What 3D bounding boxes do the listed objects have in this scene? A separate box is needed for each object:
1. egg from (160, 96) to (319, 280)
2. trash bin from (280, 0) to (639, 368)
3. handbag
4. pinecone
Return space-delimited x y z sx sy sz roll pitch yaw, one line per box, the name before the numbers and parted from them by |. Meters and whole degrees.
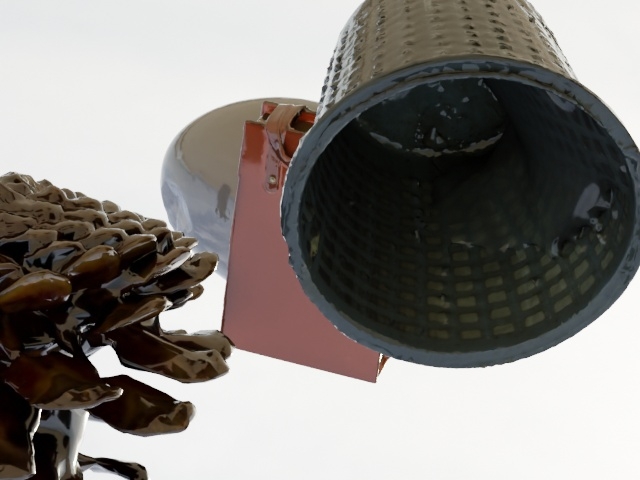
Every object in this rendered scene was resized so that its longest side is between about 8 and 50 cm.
egg | -0.027 -0.035 1.494 0.231 0.176 0.176 21 -156 12
trash bin | 0.065 -0.053 0.877 0.175 0.175 0.161 7 -145 -8
handbag | 0.000 0.000 1.287 0.127 0.190 0.063 13 -153 12
pinecone | -0.165 0.105 0.960 0.246 0.292 0.246 2 -166 -1
